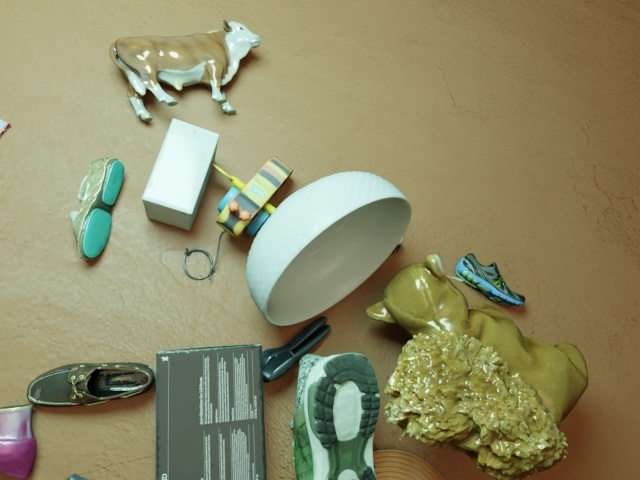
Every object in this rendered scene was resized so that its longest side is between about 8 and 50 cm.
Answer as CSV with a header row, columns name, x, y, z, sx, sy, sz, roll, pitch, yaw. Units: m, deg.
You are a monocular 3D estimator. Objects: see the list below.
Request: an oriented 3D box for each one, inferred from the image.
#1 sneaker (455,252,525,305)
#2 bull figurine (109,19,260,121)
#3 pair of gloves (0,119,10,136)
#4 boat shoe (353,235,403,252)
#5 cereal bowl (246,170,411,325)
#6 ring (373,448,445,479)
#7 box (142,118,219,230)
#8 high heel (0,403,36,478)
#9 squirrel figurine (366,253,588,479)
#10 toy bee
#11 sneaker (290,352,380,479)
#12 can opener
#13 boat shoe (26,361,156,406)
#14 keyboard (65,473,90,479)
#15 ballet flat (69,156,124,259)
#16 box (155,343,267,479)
name,x,y,z,sx,sy,sz,roll,pitch,yaw
sneaker,0.412,0.095,1.062,0.188,0.067,0.078,34,76,-3
bull figurine,-0.270,-0.366,0.950,0.311,0.101,0.188,-13,83,-20
pair of gloves,-0.690,-0.212,0.829,0.159,0.023,0.198,35,70,-6
boat shoe,0.116,0.003,1.008,0.142,0.049,0.040,7,113,-10
cereal bowl,0.000,0.000,0.839,0.339,0.338,0.141,-31,63,-21
ring,0.126,0.588,0.877,0.337,0.032,0.335,4,75,-15
box,-0.270,-0.124,0.876,0.091,0.130,0.170,19,72,-13
high heel,-0.587,0.334,0.703,0.244,0.082,0.117,0,78,-25
squirrel figurine,0.261,0.210,0.827,0.370,0.281,0.397,51,25,4
toy bee,-0.138,-0.059,0.885,0.196,0.162,0.297,19,72,-14
sneaker,0.007,0.393,0.821,0.158,0.182,0.409,6,89,-25
can opener,-0.049,0.220,0.900,0.186,0.073,0.059,-33,129,-34
boat shoe,-0.397,0.247,0.780,0.207,0.073,0.073,-5,79,-17
keyboard,-0.335,0.543,0.728,0.317,0.033,0.201,30,58,-7
ballet flat,-0.434,-0.063,0.856,0.067,0.073,0.206,6,71,13
box,-0.199,0.324,0.804,0.185,0.103,0.260,1,77,-20
